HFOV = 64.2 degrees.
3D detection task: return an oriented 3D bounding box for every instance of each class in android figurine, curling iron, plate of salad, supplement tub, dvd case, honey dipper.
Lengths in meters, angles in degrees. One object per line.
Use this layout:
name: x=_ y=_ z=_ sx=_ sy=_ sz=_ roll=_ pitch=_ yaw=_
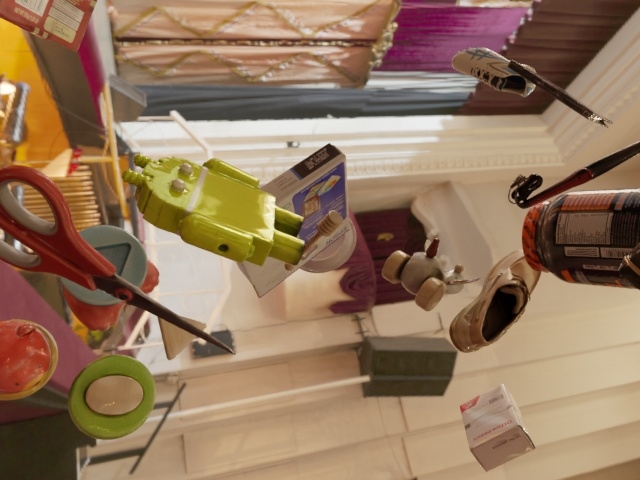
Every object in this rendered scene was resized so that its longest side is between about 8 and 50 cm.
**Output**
android figurine: x=-0.152 y=-0.052 z=0.755 sx=0.056 sy=0.273 sz=0.248 roll=-59 pitch=-165 yaw=24
curling iron: x=0.490 y=-0.131 z=0.961 sx=0.035 sy=0.274 sz=0.068 roll=-88 pitch=153 yaw=-57
plate of salad: x=0.000 y=0.000 z=1.400 sx=0.048 sy=0.200 sz=0.199 roll=70 pitch=5 yaw=-64
supplement tub: x=0.614 y=-0.005 z=1.054 sx=0.338 sy=0.207 sz=0.207 roll=3 pitch=-82 yaw=52
dvd case: x=0.440 y=-0.262 z=0.924 sx=0.164 sy=0.221 sz=0.018 roll=45 pitch=-61 yaw=24
honey dipper: x=-0.018 y=0.008 z=0.893 sx=0.160 sy=0.030 sz=0.030 roll=-47 pitch=-134 yaw=37

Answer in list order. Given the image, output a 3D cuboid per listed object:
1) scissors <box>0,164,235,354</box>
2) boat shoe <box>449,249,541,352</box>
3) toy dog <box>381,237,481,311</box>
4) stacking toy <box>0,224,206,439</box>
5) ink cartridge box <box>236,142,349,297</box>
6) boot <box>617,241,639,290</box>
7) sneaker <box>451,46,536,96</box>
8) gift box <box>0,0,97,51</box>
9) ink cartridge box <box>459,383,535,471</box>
scissors: x=-0.211 y=0.043 z=0.497 sx=0.297 sy=0.109 sz=0.021 roll=51 pitch=24 yaw=-33
boat shoe: x=0.447 y=0.139 z=1.214 sx=0.121 sy=0.341 sz=0.110 roll=49 pitch=-27 yaw=-4
toy dog: x=0.301 y=0.067 z=1.324 sx=0.161 sy=0.220 sz=0.334 roll=-61 pitch=168 yaw=16
stacking toy: x=-0.337 y=0.142 z=0.785 sx=0.309 sy=0.279 sz=0.130 roll=-57 pitch=-170 yaw=-30
ink cartridge box: x=-0.068 y=-0.037 z=1.179 sx=0.072 sy=0.304 sz=0.307 roll=46 pitch=-17 yaw=24
boot: x=0.526 y=0.043 z=0.694 sx=0.198 sy=0.077 sz=0.137 roll=48 pitch=-48 yaw=40
sneaker: x=0.471 y=-0.459 z=1.394 sx=0.086 sy=0.237 sz=0.085 roll=-59 pitch=163 yaw=-30
gift box: x=-0.545 y=-0.476 z=0.840 sx=0.276 sy=0.258 sz=0.255 roll=-63 pitch=177 yaw=3
ink cartridge box: x=0.508 y=0.539 z=1.485 sx=0.092 sy=0.159 sz=0.218 roll=54 pitch=15 yaw=-7
